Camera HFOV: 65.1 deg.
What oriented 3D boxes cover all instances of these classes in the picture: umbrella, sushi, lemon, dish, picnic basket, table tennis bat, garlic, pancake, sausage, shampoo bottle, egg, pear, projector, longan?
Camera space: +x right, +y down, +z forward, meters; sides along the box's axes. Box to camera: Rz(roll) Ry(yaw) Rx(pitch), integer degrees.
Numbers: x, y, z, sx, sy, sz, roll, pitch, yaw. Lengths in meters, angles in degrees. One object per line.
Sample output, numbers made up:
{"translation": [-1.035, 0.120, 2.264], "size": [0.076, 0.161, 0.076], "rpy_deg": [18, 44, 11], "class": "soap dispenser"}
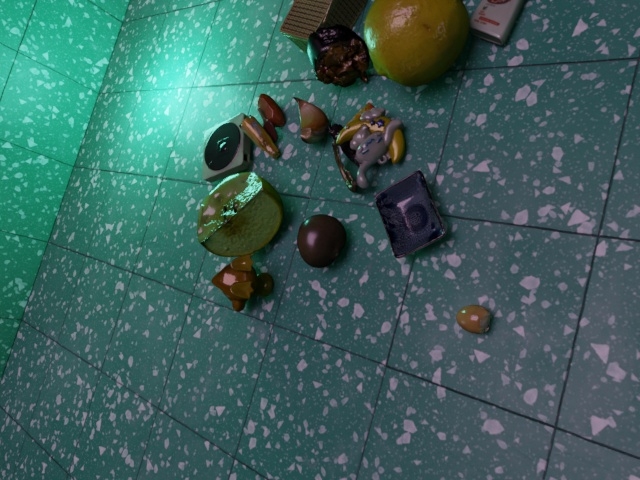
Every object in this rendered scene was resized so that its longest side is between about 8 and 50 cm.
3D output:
{"translation": [0.105, -0.344, 1.840], "size": [0.066, 0.059, 0.236], "rpy_deg": [-22, 57, -19], "class": "umbrella"}
{"translation": [0.070, -0.682, 1.886], "size": [0.213, 0.200, 0.204], "rpy_deg": [-21, 61, 5], "class": "sushi"}
{"translation": [0.309, -0.674, 1.618], "size": [0.347, 0.348, 0.348], "rpy_deg": [-12, 68, 34], "class": "lemon"}
{"translation": [0.294, -0.075, 1.594], "size": [0.181, 0.080, 0.243], "rpy_deg": [-30, 62, 27], "class": "dish"}
{"translation": [0.009, -0.924, 2.020], "size": [0.228, 0.175, 0.313], "rpy_deg": [35, 97, 39], "class": "picnic basket"}
{"translation": [-0.223, -0.483, 2.101], "size": [0.157, 0.013, 0.087], "rpy_deg": [62, 153, -4], "class": "table tennis bat"}
{"translation": [-0.038, -0.453, 1.952], "size": [0.115, 0.128, 0.207], "rpy_deg": [105, 155, -51], "class": "garlic"}
{"translation": [0.086, -0.250, 1.757], "size": [0.020, 0.184, 0.190], "rpy_deg": [-23, 37, -5], "class": "pancake"}
{"translation": [-0.214, -0.552, 2.131], "size": [0.089, 0.089, 0.179], "rpy_deg": [-44, 64, 18], "class": "sausage"}
{"translation": [0.600, -0.771, 1.589], "size": [0.153, 0.071, 0.284], "rpy_deg": [41, 102, 39], "class": "shampoo bottle"}
{"translation": [0.427, 0.218, 1.401], "size": [0.096, 0.080, 0.080], "rpy_deg": [17, 86, 48], "class": "egg"}
{"translation": [-0.314, -0.120, 1.980], "size": [0.342, 0.238, 0.318], "rpy_deg": [-39, 41, 9], "class": "pear"}
{"translation": [-0.416, -0.408, 2.239], "size": [0.259, 0.079, 0.257], "rpy_deg": [-15, 67, 33], "class": "projector"}
{"translation": [0.000, 0.000, 1.742], "size": [0.189, 0.189, 0.189], "rpy_deg": [-12, 68, 34], "class": "longan"}

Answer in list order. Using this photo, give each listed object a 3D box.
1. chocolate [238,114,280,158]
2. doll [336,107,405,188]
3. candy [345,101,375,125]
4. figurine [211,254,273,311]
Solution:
{"translation": [-0.243, -0.428, 2.103], "size": [0.086, 0.085, 0.219], "rpy_deg": [-48, 72, 15], "class": "chocolate"}
{"translation": [0.179, -0.335, 1.731], "size": [0.252, 0.111, 0.237], "rpy_deg": [-36, 72, 0], "class": "doll"}
{"translation": [0.157, -0.439, 1.826], "size": [0.122, 0.062, 0.038], "rpy_deg": [-42, 54, 20], "class": "candy"}
{"translation": [-0.299, 0.159, 1.887], "size": [0.215, 0.228, 0.215], "rpy_deg": [-6, 72, 19], "class": "figurine"}
